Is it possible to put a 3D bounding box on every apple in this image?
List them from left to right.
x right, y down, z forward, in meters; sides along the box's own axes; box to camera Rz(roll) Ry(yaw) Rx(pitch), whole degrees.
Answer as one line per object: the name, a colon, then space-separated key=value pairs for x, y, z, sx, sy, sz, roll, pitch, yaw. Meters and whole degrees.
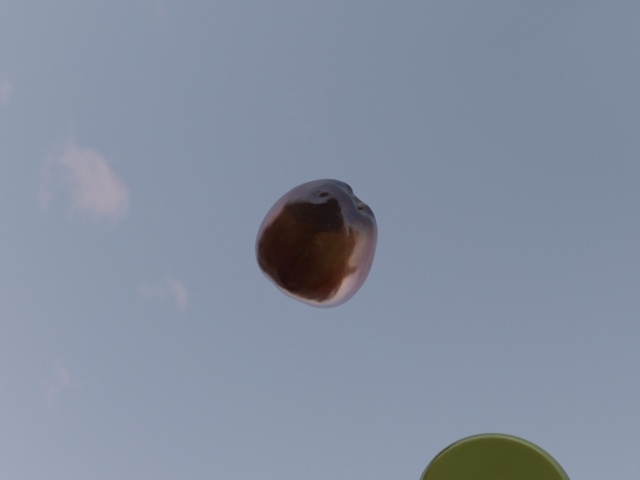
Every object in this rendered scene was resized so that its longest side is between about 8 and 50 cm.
apple: x=0.000 y=0.000 z=1.524 sx=0.229 sy=0.230 sz=0.230 roll=9 pitch=-68 yaw=24

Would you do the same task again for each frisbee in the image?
frisbee: x=0.245 y=0.379 z=1.212 sx=0.235 sy=0.236 sz=0.017 roll=11 pitch=-35 yaw=23
